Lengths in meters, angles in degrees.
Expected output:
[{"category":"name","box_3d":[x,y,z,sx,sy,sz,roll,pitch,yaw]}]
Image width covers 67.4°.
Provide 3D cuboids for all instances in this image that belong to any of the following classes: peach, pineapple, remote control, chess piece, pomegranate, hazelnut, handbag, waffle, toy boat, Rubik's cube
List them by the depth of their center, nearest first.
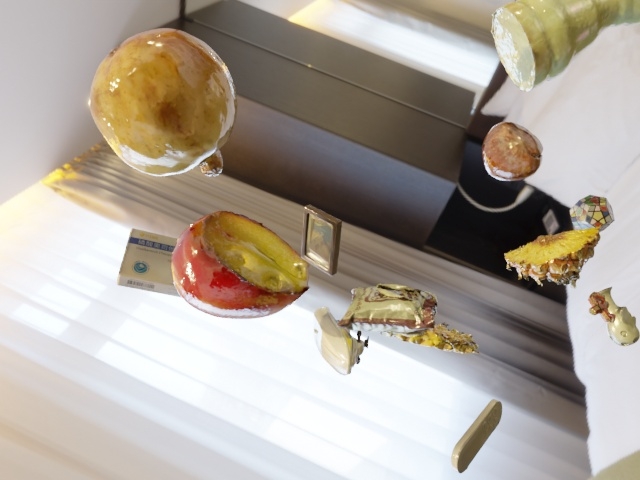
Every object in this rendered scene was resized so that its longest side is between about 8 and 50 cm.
[{"category":"hazelnut","box_3d":[0.473,-0.220,1.187,0.143,0.154,0.143,-27,-9,-5]},{"category":"peach","box_3d":[-0.190,0.069,1.188,0.281,0.338,0.281,2,-90,-75]},{"category":"remote control","box_3d":[0.398,0.489,1.210,0.245,0.022,0.077,-28,-65,-40]},{"category":"handbag","box_3d":[0.174,0.176,1.212,0.213,0.235,0.127,-40,-47,-70]},{"category":"chess piece","box_3d":[0.696,-0.590,1.230,0.442,0.234,0.234,-26,1,8]},{"category":"pineapple","box_3d":[0.631,0.080,1.273,0.140,0.249,0.164,-53,-53,-63]},{"category":"pomegranate","box_3d":[-0.391,-0.340,1.283,0.410,0.410,0.410,23,-90,-85]},{"category":"Rubik's cube","box_3d":[0.739,-0.069,1.306,0.111,0.093,0.111,-26,-28,-15]},{"category":"toy boat","box_3d":[0.058,0.298,1.418,0.269,0.141,0.141,26,93,59]},{"category":"waffle","box_3d":[0.437,0.373,1.941,0.379,0.382,0.095,170,113,-88]}]

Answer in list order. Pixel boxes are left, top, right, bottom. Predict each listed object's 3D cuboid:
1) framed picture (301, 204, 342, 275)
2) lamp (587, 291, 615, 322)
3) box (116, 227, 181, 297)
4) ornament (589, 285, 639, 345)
[{"category":"framed picture","box_3d":[0.000,0.000,1.342,0.023,0.128,0.168,-24,-50,-40]},{"category":"lamp","box_3d":[0.700,0.163,1.200,0.083,0.063,0.031,-61,-5,-48]},{"category":"box","box_3d":[-0.478,0.089,1.603,0.065,0.343,0.200,123,153,-42]},{"category":"ornament","box_3d":[0.793,0.205,1.287,0.075,0.156,0.081,-2,-26,-48]}]
